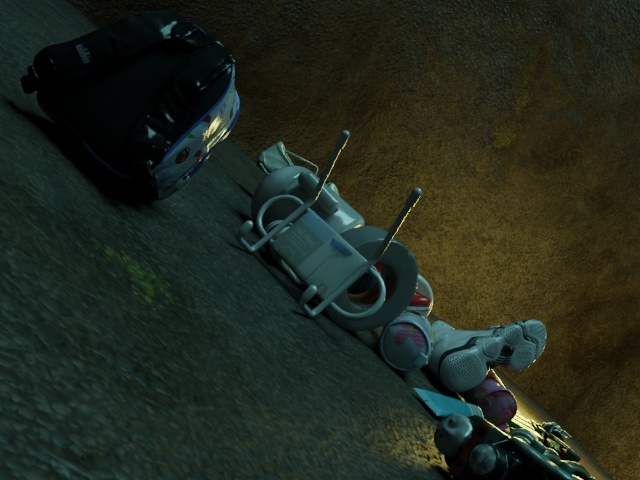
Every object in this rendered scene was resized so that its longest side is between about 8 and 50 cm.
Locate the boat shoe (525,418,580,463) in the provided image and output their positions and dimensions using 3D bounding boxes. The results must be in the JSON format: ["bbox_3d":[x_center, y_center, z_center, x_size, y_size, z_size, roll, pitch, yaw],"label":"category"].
[{"bbox_3d":[0.729,0.633,2.106,0.113,0.105,0.306,41,5,-4],"label":"boat shoe"}]

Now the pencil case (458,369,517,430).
[{"bbox_3d":[0.437,0.406,1.821,0.124,0.124,0.284,40,5,-15],"label":"pencil case"}]

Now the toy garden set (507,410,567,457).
[{"bbox_3d":[0.617,0.574,2.019,0.204,0.049,0.244,30,4,-4],"label":"toy garden set"}]

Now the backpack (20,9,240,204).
[{"bbox_3d":[-0.257,-0.211,1.033,0.276,0.263,0.213,42,-11,10],"label":"backpack"}]

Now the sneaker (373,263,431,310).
[{"bbox_3d":[0.165,0.093,1.689,0.279,0.118,0.107,28,12,32],"label":"sneaker"}]

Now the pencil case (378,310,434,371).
[{"bbox_3d":[0.205,0.234,1.551,0.124,0.114,0.273,57,8,10],"label":"pencil case"}]

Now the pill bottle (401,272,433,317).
[{"bbox_3d":[0.248,0.157,2.145,0.176,0.176,0.318,41,5,-7],"label":"pill bottle"}]

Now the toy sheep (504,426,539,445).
[{"bbox_3d":[0.486,0.494,1.604,0.091,0.091,0.132,44,24,23],"label":"toy sheep"}]

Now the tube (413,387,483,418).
[{"bbox_3d":[0.277,0.359,1.413,0.207,0.052,0.080,29,8,-44],"label":"tube"}]

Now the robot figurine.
[{"bbox_3d":[-0.033,-0.049,1.668,0.353,0.200,0.300,43,-35,13],"label":"robot figurine"}]

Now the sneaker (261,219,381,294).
[{"bbox_3d":[0.016,0.070,1.482,0.321,0.126,0.127,28,5,-20],"label":"sneaker"}]

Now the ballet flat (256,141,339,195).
[{"bbox_3d":[-0.028,-0.169,2.159,0.400,0.139,0.139,42,5,-2],"label":"ballet flat"}]

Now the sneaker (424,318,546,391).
[{"bbox_3d":[0.424,0.278,1.800,0.210,0.366,0.137,23,-55,58],"label":"sneaker"}]

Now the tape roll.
[{"bbox_3d":[0.095,0.082,1.408,0.219,0.219,0.072,38,7,-31],"label":"tape roll"}]

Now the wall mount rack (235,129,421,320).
[{"bbox_3d":[0.019,-0.028,1.282,0.350,0.304,0.130,44,-9,28],"label":"wall mount rack"}]

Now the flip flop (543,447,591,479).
[{"bbox_3d":[0.538,0.547,1.516,0.277,0.112,0.080,40,31,-40],"label":"flip flop"}]

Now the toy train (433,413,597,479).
[{"bbox_3d":[0.319,0.387,1.066,0.334,0.142,0.190,36,-5,-31],"label":"toy train"}]
